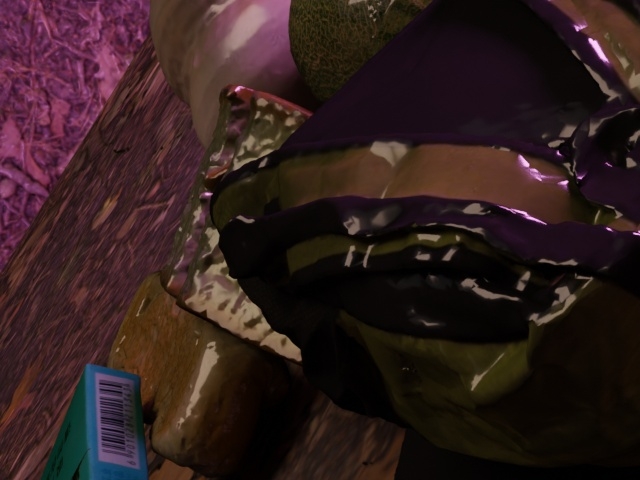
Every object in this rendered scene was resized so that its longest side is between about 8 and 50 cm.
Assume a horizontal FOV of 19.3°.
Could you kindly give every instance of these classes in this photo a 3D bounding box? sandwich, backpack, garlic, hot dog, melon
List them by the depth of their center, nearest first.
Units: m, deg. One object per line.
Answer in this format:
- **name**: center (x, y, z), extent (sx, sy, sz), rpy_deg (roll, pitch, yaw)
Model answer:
- **backpack**: center (0.081, -0.020, 0.655), extent (0.207, 0.140, 0.253), rpy_deg (-49, 26, -10)
- **sandwich**: center (0.000, 0.000, 0.953), extent (0.122, 0.128, 0.235), rpy_deg (-66, 14, -1)
- **melon**: center (0.052, -0.116, 0.998), extent (0.139, 0.139, 0.192), rpy_deg (-56, 12, 4)
- **hot dog**: center (-0.070, 0.080, 1.113), extent (0.084, 0.073, 0.242), rpy_deg (-62, 17, -1)
- **garlic**: center (-0.011, -0.152, 1.206), extent (0.203, 0.184, 0.281), rpy_deg (109, 180, -51)

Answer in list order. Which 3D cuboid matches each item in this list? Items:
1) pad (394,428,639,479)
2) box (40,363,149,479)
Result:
- **pad**: center (0.069, 0.102, 0.694), extent (0.159, 0.009, 0.265), rpy_deg (-38, 22, 38)
- **box**: center (-0.132, 0.194, 1.011), extent (0.226, 0.042, 0.161), rpy_deg (-103, 32, -58)
